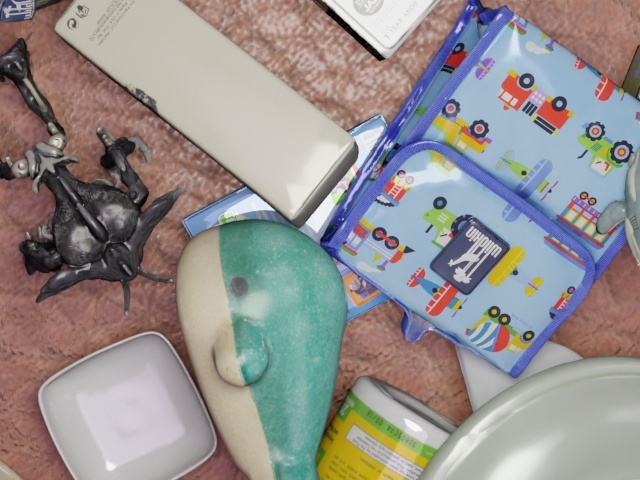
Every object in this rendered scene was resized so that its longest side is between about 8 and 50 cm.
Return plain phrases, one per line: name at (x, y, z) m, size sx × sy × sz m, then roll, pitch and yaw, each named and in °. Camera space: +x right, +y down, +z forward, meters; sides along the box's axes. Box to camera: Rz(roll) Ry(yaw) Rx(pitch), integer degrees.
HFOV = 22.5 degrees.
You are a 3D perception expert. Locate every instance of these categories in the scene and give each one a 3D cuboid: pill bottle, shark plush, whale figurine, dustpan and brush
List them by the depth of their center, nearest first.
shark plush at (0.298, -0.051, 1.376) m, size 0.073 × 0.067 × 0.161 m, roll 15°, pitch 105°, yaw -14°
whale figurine at (-0.032, 0.111, 1.400) m, size 0.141 × 0.216 × 0.272 m, roll -16°, pitch 77°, yaw 4°
pill bottle at (0.032, 0.261, 1.490) m, size 0.136 × 0.136 × 0.246 m, roll 31°, pitch 93°, yaw -4°
dustpan and brush at (0.243, 0.148, 1.522) m, size 0.211 × 0.060 × 0.147 m, roll -11°, pitch 65°, yaw -6°

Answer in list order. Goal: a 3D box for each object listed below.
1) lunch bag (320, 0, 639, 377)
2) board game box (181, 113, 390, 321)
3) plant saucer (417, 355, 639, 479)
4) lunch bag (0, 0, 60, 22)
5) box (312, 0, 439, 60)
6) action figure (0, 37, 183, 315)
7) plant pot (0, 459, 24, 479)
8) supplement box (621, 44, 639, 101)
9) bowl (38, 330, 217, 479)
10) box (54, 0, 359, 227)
lunch bag at (0.155, -0.036, 1.465) m, size 0.221 × 0.138 × 0.293 m, roll 33°, pitch 96°, yaw -12°
board game box at (0.000, 0.000, 1.516) m, size 0.211 × 0.039 × 0.160 m, roll -28°, pitch 96°, yaw 0°
plant saucer at (0.258, 0.306, 1.457) m, size 0.400 × 0.100 × 0.401 m, roll -5°, pitch 107°, yaw -18°
lunch bag at (-0.327, -0.325, 1.370) m, size 0.212 × 0.256 × 0.305 m, roll -10°, pitch 95°, yaw -1°
box at (0.007, -0.321, 1.466) m, size 0.290 × 0.087 × 0.169 m, roll 41°, pitch 92°, yaw -5°
action figure at (-0.227, -0.047, 1.458) m, size 0.164 × 0.141 × 0.276 m, roll -38°, pitch 79°, yaw -1°
plant pot at (-0.409, 0.364, 1.416) m, size 0.334 × 0.334 × 0.305 m, roll 37°, pitch 104°, yaw -4°
supplement box at (0.331, -0.143, 1.494) m, size 0.083 × 0.083 × 0.056 m, roll 20°, pitch 94°, yaw -3°
bowl at (-0.180, 0.165, 1.517) m, size 0.142 × 0.053 × 0.142 m, roll -26°, pitch 95°, yaw -1°
box at (-0.099, -0.132, 1.445) m, size 0.275 × 0.113 × 0.094 m, roll 39°, pitch 89°, yaw 6°
